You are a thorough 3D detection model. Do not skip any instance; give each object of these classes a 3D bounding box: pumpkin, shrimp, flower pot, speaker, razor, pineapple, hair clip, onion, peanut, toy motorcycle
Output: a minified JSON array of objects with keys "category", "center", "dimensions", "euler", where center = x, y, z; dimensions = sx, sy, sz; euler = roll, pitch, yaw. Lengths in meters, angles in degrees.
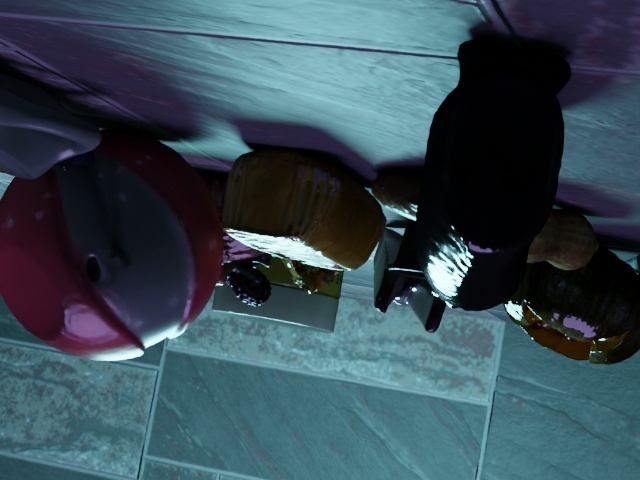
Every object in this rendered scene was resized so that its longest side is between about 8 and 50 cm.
[{"category":"pumpkin","center":[0.376,0.079,2.024],"dimensions":[0.238,0.159,0.238],"euler":[29,165,8]},{"category":"shrimp","center":[0.153,-0.050,1.666],"dimensions":[0.117,0.066,0.262],"euler":[-3,-165,-29]},{"category":"flower pot","center":[0.176,0.003,1.899],"dimensions":[0.157,0.107,0.157],"euler":[8,177,1]},{"category":"speaker","center":[-0.262,0.003,1.768],"dimensions":[0.294,0.294,0.294],"euler":[10,174,1]},{"category":"razor","center":[0.138,-0.045,1.167],"dimensions":[0.107,0.189,0.327],"euler":[9,171,6]},{"category":"pineapple","center":[0.001,0.001,2.101],"dimensions":[0.135,0.079,0.233],"euler":[-27,-165,-2]},{"category":"hair clip","center":[0.133,0.047,2.126],"dimensions":[0.101,0.085,0.331],"euler":[12,-165,-1]},{"category":"onion","center":[-0.159,-0.052,2.015],"dimensions":[0.205,0.151,0.098],"euler":[1,138,5]},{"category":"peanut","center":[0.284,-0.006,1.755],"dimensions":[0.192,0.089,0.089],"euler":[16,172,-40]},{"category":"toy motorcycle","center":[-0.134,0.003,2.103],"dimensions":[0.118,0.212,0.084],"euler":[17,133,-28]}]

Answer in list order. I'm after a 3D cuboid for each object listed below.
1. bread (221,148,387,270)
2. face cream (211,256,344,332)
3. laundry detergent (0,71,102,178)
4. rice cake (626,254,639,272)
[{"category":"bread","center":[-0.018,-0.035,1.808],"dimensions":[0.152,0.119,0.288],"euler":[11,173,21]},{"category":"face cream","center":[-0.068,0.054,2.414],"dimensions":[0.218,0.179,0.218],"euler":[10,174,1]},{"category":"laundry detergent","center":[-0.356,-0.130,1.553],"dimensions":[0.215,0.105,0.280],"euler":[1,168,45]},{"category":"rice cake","center":[0.485,0.049,2.157],"dimensions":[0.033,0.033,0.207],"euler":[0,172,1]}]
